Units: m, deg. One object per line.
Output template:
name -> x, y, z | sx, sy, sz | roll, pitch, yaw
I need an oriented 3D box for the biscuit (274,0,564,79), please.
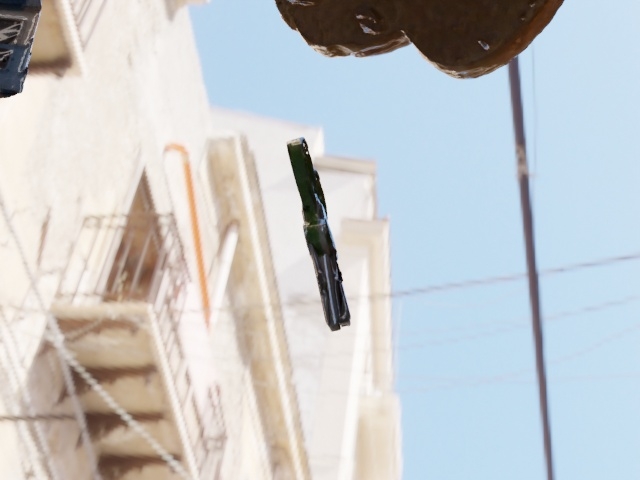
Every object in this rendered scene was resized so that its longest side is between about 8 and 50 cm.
biscuit -> 0.063, -0.291, 1.144 | 0.269, 0.376, 0.051 | -43, -26, 5

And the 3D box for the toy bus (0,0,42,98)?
toy bus -> -0.377, -0.188, 1.011 | 0.297, 0.106, 0.131 | 1, -32, -28

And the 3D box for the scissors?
scissors -> 0.000, 0.000, 1.192 | 0.027, 0.204, 0.101 | -17, -38, 6
